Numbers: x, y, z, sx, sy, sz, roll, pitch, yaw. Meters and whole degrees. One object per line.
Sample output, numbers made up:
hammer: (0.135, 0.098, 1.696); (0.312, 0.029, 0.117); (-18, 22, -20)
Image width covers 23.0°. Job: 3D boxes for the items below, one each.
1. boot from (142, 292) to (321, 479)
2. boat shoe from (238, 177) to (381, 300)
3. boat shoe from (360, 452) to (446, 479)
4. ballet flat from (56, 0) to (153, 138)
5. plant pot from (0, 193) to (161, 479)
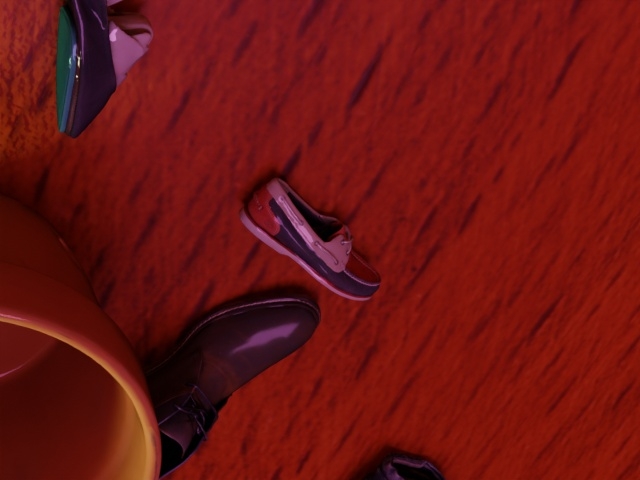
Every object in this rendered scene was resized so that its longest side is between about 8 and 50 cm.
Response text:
boot: (-0.090, 0.126, 1.257); (0.219, 0.106, 0.082); (-28, 128, 10)
boat shoe: (0.000, 0.000, 1.221); (0.137, 0.049, 0.043); (35, 111, -27)
boat shoe: (0.106, 0.258, 1.427); (0.183, 0.065, 0.083); (28, 118, -28)
ballet flat: (-0.146, -0.158, 1.054); (0.074, 0.074, 0.203); (-4, 125, -10)
plant pot: (-0.267, 0.097, 1.135); (0.291, 0.203, 0.291); (-6, 127, -8)
